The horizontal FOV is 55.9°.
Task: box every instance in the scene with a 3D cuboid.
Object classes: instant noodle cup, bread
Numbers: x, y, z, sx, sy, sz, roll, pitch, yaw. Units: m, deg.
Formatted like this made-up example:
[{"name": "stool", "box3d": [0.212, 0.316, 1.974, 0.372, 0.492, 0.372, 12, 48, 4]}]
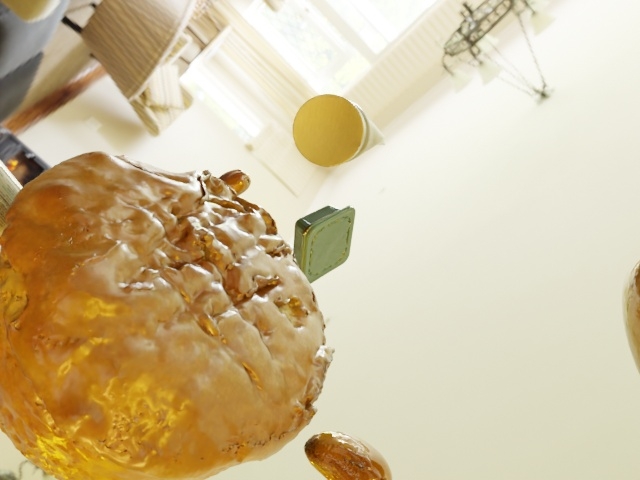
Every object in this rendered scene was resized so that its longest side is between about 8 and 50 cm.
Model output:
[{"name": "instant noodle cup", "box3d": [0.000, 0.000, 1.380, 0.157, 0.070, 0.179, -28, 140, -34]}, {"name": "bread", "box3d": [-0.168, 0.092, 0.680, 0.215, 0.398, 0.398, -38, -164, 30]}]

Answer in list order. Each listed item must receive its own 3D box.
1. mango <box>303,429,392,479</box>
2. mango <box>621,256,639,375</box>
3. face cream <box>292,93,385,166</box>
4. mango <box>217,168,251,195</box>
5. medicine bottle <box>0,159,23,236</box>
[{"name": "mango", "box3d": [0.053, 0.368, 0.999, 0.084, 0.159, 0.105, -43, -177, 30]}, {"name": "mango", "box3d": [0.702, 0.190, 1.061, 0.232, 0.445, 0.300, -14, 174, -29]}, {"name": "face cream", "box3d": [0.017, -0.124, 0.684, 0.224, 0.114, 0.070, -57, 159, -78]}, {"name": "mango", "box3d": [-0.237, -0.141, 1.580, 0.114, 0.060, 0.080, -22, -144, 2]}, {"name": "medicine bottle", "box3d": [-0.689, -0.107, 1.214, 0.135, 0.215, 0.135, -16, -142, 13]}]
